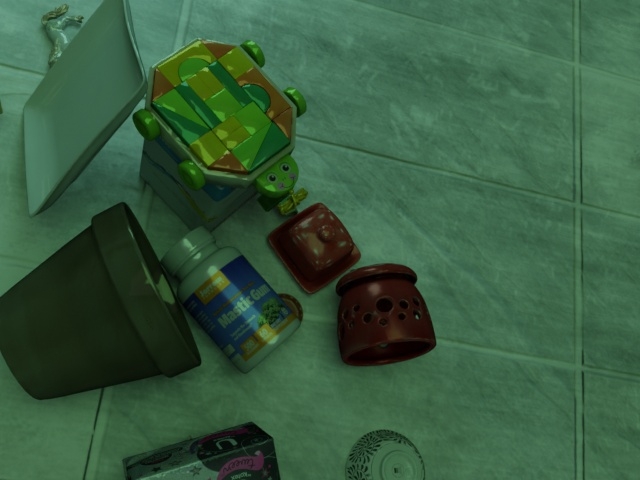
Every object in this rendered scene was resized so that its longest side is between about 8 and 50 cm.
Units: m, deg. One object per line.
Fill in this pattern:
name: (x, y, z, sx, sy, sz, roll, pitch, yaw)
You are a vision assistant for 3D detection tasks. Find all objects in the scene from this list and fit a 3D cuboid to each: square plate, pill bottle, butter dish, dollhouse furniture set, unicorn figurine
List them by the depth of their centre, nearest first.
square plate: (-0.429, -0.256, 1.476, 0.049, 0.344, 0.347, 27, 29, -40)
pill bottle: (-0.178, 0.108, 1.558, 0.152, 0.152, 0.272, -41, 87, -25)
dollhouse furniture set: (-0.077, -0.095, 1.666, 0.058, 0.151, 0.076, -39, 82, 17)
butter dish: (0.000, 0.000, 1.670, 0.160, 0.118, 0.160, -34, 83, -24)
unicorn figurine: (-0.532, -0.415, 1.691, 0.111, 0.060, 0.162, -26, 64, -23)

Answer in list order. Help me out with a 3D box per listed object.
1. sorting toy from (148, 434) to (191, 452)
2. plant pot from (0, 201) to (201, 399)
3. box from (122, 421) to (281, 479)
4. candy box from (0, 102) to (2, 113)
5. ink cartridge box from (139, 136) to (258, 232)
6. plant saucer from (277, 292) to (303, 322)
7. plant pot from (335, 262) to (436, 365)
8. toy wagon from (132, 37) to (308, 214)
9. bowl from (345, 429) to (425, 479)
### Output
sorting toy: (-0.264, 0.411, 1.491, 0.083, 0.045, 0.075, -18, 96, -22)
plant pot: (-0.400, 0.135, 1.419, 0.280, 0.323, 0.323, -26, 80, -8)
box: (-0.201, 0.435, 1.415, 0.247, 0.142, 0.163, -12, 96, -22)
candy box: (-0.758, -0.362, 1.557, 0.183, 0.087, 0.316, -21, 70, -23)
ink cartridge box: (-0.210, -0.170, 1.581, 0.197, 0.270, 0.198, 46, 65, 4)
plant saucer: (-0.076, 0.149, 1.651, 0.083, 0.013, 0.083, 5, 70, -15)
plant pot: (0.124, 0.145, 1.619, 0.191, 0.191, 0.174, -1, 69, -18)
toy wagon: (-0.145, -0.197, 1.423, 0.267, 0.068, 0.344, -40, 85, -24)
bowl: (0.140, 0.451, 1.575, 0.170, 0.080, 0.170, 5, 71, -15)
